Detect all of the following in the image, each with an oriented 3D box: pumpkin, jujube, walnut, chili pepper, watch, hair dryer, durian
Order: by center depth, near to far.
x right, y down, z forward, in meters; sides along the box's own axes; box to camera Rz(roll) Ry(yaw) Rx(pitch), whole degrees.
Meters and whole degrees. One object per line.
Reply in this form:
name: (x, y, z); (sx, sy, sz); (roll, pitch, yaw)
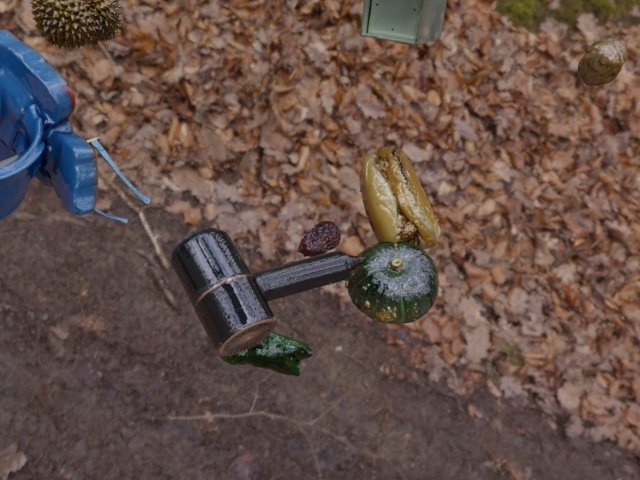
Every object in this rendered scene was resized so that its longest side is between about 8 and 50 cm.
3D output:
watch: (-0.484, -0.121, 0.949); (0.305, 0.241, 0.274); (49, 44, 7)
hair dryer: (-0.063, 0.052, 1.127); (0.352, 0.107, 0.189); (-14, 63, -41)
durian: (-0.431, -0.413, 1.180); (0.158, 0.137, 0.168); (-75, 149, -50)
walnut: (0.542, -0.344, 1.295); (0.079, 0.096, 0.082); (-20, 66, -24)
pumpkin: (0.148, 0.086, 1.382); (0.190, 0.190, 0.146); (67, 6, 34)
chili pepper: (-0.116, 0.257, 1.539); (0.224, 0.098, 0.061); (14, 9, -23)
jujube: (0.003, -0.002, 2.111); (0.104, 0.104, 0.166); (39, 43, 5)

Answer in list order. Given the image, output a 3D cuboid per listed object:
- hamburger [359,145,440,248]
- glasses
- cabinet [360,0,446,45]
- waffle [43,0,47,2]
hamburger: (0.200, -0.107, 1.786); (0.304, 0.174, 0.284); (-65, 136, -84)
glasses: (-0.533, -0.150, 1.662); (0.220, 0.189, 0.088); (37, 42, -21)
cabinet: (0.204, -0.559, 1.606); (0.145, 0.150, 0.206); (16, 26, 19)
waffle: (-0.297, -0.392, 0.663); (0.057, 0.229, 0.219); (-15, 50, 5)
